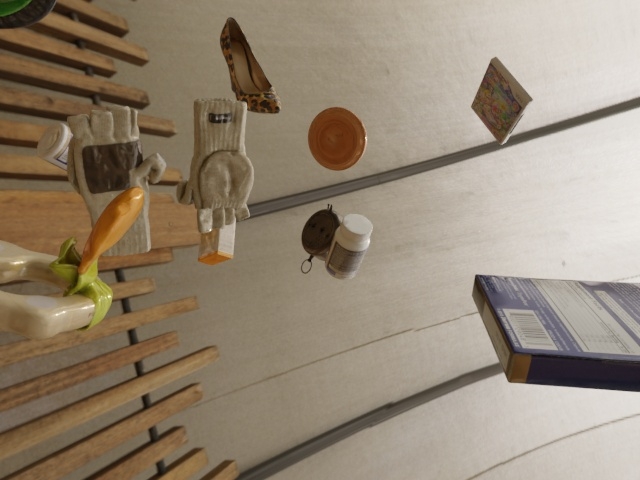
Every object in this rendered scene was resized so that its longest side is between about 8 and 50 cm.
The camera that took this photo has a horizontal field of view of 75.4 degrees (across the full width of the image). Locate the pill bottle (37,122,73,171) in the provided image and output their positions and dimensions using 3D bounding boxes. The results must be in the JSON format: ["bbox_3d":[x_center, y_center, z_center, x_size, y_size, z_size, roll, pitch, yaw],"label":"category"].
[{"bbox_3d":[-0.685,-0.240,1.187,0.111,0.186,0.112,-10,-113,23],"label":"pill bottle"}]

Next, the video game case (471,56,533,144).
[{"bbox_3d":[0.276,-0.211,0.641,0.011,0.122,0.087,-29,-106,-2],"label":"video game case"}]

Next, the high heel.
[{"bbox_3d":[-0.175,-0.429,1.027,0.261,0.093,0.186,45,-32,38],"label":"high heel"}]

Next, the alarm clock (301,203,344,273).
[{"bbox_3d":[0.000,0.000,1.067,0.129,0.064,0.192,31,-86,46],"label":"alarm clock"}]

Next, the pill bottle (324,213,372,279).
[{"bbox_3d":[0.061,0.014,0.896,0.078,0.078,0.137,39,-44,21],"label":"pill bottle"}]

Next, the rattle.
[{"bbox_3d":[-0.275,-0.009,0.360,0.199,0.130,0.143,26,-64,13],"label":"rattle"}]

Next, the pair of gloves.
[{"bbox_3d":[-0.213,-0.091,0.582,0.042,0.240,0.204,43,-39,51],"label":"pair of gloves"}]

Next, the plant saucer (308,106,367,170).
[{"bbox_3d":[0.021,-0.135,0.554,0.083,0.013,0.084,8,-68,21],"label":"plant saucer"}]

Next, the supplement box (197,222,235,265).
[{"bbox_3d":[-0.187,-0.010,0.754,0.062,0.036,0.099,-18,-118,38],"label":"supplement box"}]

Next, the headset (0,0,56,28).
[{"bbox_3d":[-0.392,-0.268,0.263,0.243,0.394,0.185,-27,-129,55],"label":"headset"}]

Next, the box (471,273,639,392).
[{"bbox_3d":[0.270,0.081,0.380,0.225,0.136,0.037,1,-66,7],"label":"box"}]
